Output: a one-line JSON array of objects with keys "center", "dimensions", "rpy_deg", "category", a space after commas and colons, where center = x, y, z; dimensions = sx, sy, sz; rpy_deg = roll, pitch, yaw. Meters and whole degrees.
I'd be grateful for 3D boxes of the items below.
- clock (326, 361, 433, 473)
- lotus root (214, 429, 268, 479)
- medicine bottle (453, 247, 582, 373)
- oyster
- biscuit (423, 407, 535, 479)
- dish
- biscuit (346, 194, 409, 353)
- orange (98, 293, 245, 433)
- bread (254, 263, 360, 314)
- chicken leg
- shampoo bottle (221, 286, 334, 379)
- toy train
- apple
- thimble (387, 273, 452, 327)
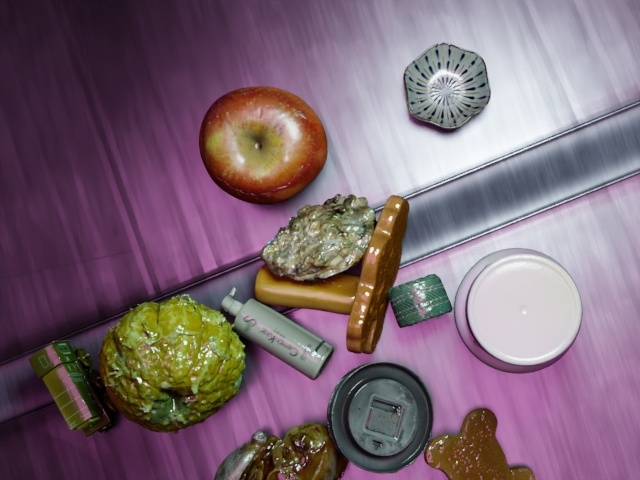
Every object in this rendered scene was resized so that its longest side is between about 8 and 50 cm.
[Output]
[{"center": [0.123, 0.361, 1.669], "dimensions": [0.226, 0.049, 0.226], "rpy_deg": [2, 83, -17], "category": "clock"}, {"center": [-0.162, 0.482, 1.729], "dimensions": [0.088, 0.088, 0.165], "rpy_deg": [40, 84, 10], "category": "lotus root"}, {"center": [0.378, 0.134, 1.562], "dimensions": [0.241, 0.302, 0.241], "rpy_deg": [-1, 85, 9], "category": "medicine bottle"}, {"center": [-0.002, -0.006, 1.721], "dimensions": [0.260, 0.092, 0.198], "rpy_deg": [-25, 44, 10], "category": "oyster"}, {"center": [0.341, 0.509, 1.657], "dimensions": [0.197, 0.049, 0.301], "rpy_deg": [-30, 83, -5], "category": "biscuit"}, {"center": [0.269, -0.323, 1.740], "dimensions": [0.191, 0.066, 0.190], "rpy_deg": [-1, 83, 7], "category": "dish"}, {"center": [0.116, 0.071, 1.663], "dimensions": [0.047, 0.202, 0.333], "rpy_deg": [15, 90, 18], "category": "biscuit"}, {"center": [-0.300, 0.267, 1.683], "dimensions": [0.301, 0.223, 0.300], "rpy_deg": [-12, 122, -2], "category": "orange"}, {"center": [-0.020, 0.109, 1.744], "dimensions": [0.239, 0.074, 0.092], "rpy_deg": [8, 46, 9], "category": "bread"}, {"center": [-0.087, 0.537, 1.666], "dimensions": [0.211, 0.140, 0.361], "rpy_deg": [33, 87, -18], "category": "chicken leg"}, {"center": [-0.101, 0.198, 1.746], "dimensions": [0.262, 0.085, 0.085], "rpy_deg": [31, 91, 11], "category": "shampoo bottle"}, {"center": [-0.535, 0.324, 1.780], "dimensions": [0.090, 0.137, 0.225], "rpy_deg": [-35, 80, 5], "category": "toy train"}, {"center": [-0.120, -0.201, 1.727], "dimensions": [0.272, 0.206, 0.251], "rpy_deg": [-11, 94, 11], "category": "apple"}, {"center": [0.204, 0.125, 1.676], "dimensions": [0.118, 0.135, 0.090], "rpy_deg": [-19, 82, 2], "category": "thimble"}]
